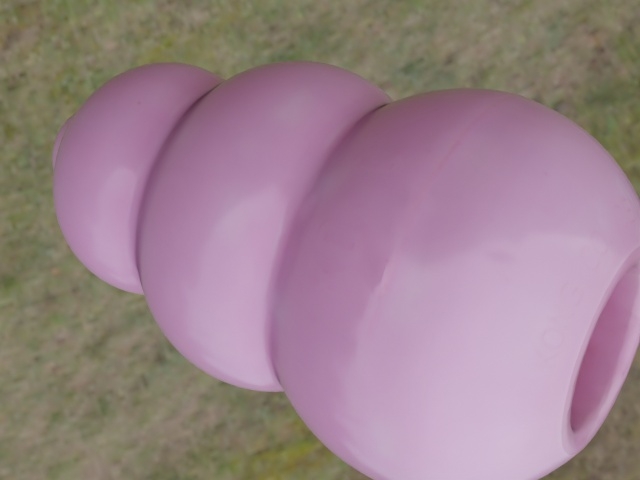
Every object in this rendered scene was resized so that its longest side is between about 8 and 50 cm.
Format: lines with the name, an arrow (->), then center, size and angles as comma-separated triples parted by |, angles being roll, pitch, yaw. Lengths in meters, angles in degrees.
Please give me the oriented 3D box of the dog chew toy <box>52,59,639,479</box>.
dog chew toy -> 0.000, 0.000, 0.825 | 0.206, 0.331, 0.207 | -44, 145, -43
